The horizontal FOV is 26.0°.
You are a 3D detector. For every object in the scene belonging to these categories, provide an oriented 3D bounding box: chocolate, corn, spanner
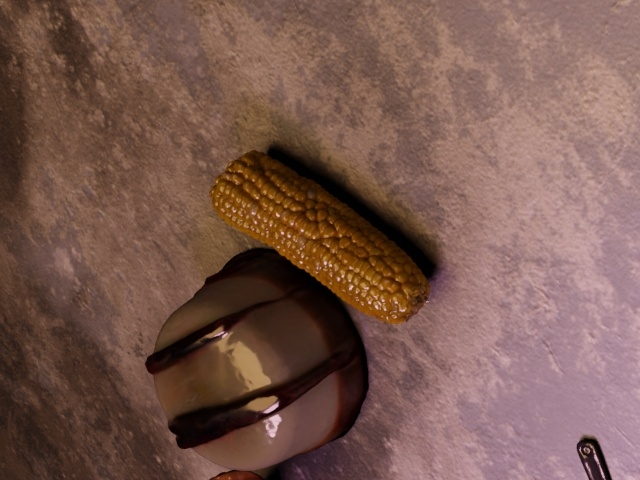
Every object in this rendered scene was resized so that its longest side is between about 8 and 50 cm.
[{"bbox_3d":[-0.099,0.166,1.731,0.283,0.186,0.284,22,125,36],"label":"chocolate"},{"bbox_3d":[0.002,-0.004,1.615,0.313,0.102,0.102,34,130,23],"label":"corn"},{"bbox_3d":[0.326,0.313,1.517,0.046,0.012,0.209,-16,98,47],"label":"spanner"}]

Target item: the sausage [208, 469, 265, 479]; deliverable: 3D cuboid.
[{"bbox_3d":[-0.106,0.367,1.827,0.109,0.109,0.270,47,169,17],"label":"sausage"}]
